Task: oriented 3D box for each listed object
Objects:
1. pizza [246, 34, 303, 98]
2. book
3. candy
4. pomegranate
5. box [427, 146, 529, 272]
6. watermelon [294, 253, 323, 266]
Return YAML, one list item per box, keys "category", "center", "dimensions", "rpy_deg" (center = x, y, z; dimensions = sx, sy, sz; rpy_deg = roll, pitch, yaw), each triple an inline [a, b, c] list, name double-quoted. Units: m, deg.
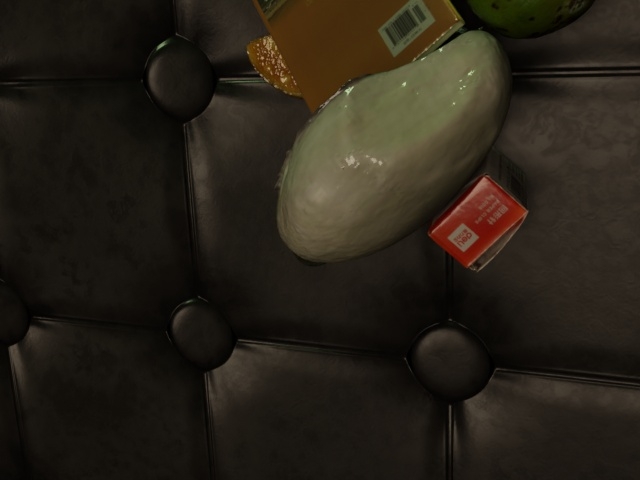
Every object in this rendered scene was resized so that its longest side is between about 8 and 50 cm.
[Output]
- category: "pizza"
  center: [-0.037, -0.308, 1.339]
  dimensions: [0.175, 0.046, 0.134]
  rpy_deg: [40, 116, 7]
- category: "book"
  center: [0.031, -0.370, 1.213]
  dimensions: [0.262, 0.028, 0.373]
  rpy_deg: [-40, 60, 26]
- category: "candy"
  center: [0.103, -0.103, 1.160]
  dimensions: [0.186, 0.386, 0.427]
  rpy_deg: [52, 150, 8]
- category: "pomegranate"
  center: [0.283, -0.398, 1.122]
  dimensions: [0.263, 0.211, 0.211]
  rpy_deg: [48, 125, 50]
- category: "box"
  center: [0.246, -0.053, 1.221]
  dimensions: [0.099, 0.182, 0.133]
  rpy_deg: [39, 114, -5]
- category: "watermelon"
  center: [0.000, 0.000, 1.397]
  dimensions: [0.111, 0.078, 0.078]
  rpy_deg: [-37, 89, 25]
